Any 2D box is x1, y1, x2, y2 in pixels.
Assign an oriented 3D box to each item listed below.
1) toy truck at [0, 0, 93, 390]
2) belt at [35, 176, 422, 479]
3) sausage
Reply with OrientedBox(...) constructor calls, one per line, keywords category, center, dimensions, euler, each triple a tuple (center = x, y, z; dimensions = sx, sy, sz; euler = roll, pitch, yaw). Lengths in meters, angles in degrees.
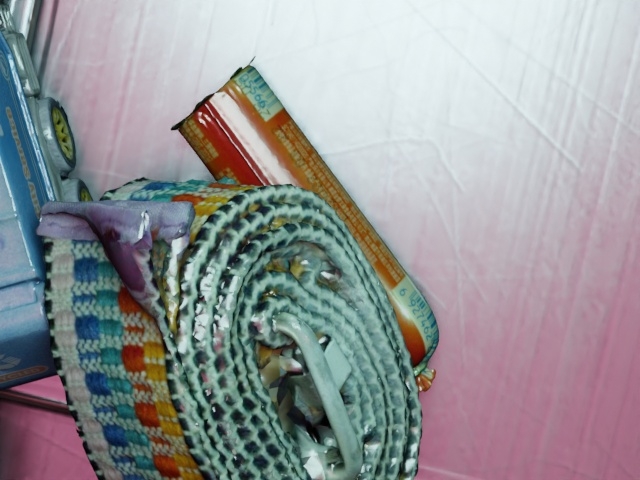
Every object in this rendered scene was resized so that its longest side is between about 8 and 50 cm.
OrientedBox(category="toy truck", center=(-0.256, -0.074, 1.362), dimensions=(0.146, 0.175, 0.367), euler=(-17, 95, 6))
OrientedBox(category="belt", center=(-0.045, 0.083, 1.307), dimensions=(0.160, 0.207, 0.295), euler=(-1, 114, 44))
OrientedBox(category="sausage", center=(0.000, 0.000, 1.408), dimensions=(0.083, 0.083, 0.264), euler=(-36, 95, 5))
